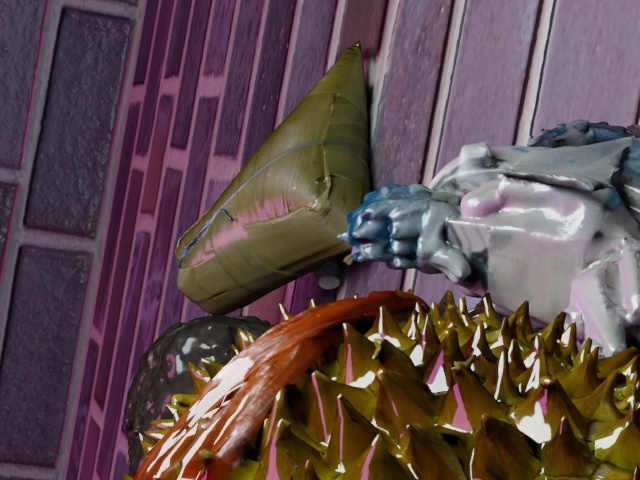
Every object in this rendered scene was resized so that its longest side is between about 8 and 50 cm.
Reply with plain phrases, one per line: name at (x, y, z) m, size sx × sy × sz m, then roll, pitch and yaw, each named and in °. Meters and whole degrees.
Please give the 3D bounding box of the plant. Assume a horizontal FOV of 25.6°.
plant at (-0.049, 0.180, 1.205) m, size 0.312 × 0.215 × 0.213 m, roll -157°, pitch 80°, yaw -70°

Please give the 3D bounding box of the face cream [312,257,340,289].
face cream at (0.000, 0.000, 1.442) m, size 0.130 × 0.034 × 0.034 m, roll -102°, pitch 27°, yaw -48°

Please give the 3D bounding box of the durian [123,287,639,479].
durian at (0.060, 0.180, 0.626) m, size 0.384 × 0.347 × 0.348 m, roll 40°, pitch 120°, yaw 55°

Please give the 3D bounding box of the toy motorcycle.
toy motorcycle at (0.114, 0.007, 0.791) m, size 0.239 × 0.204 × 0.108 m, roll -118°, pitch 23°, yaw -70°

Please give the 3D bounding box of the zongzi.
zongzi at (-0.045, -0.065, 1.414) m, size 0.228 × 0.115 × 0.256 m, roll -27°, pitch 46°, yaw 36°
